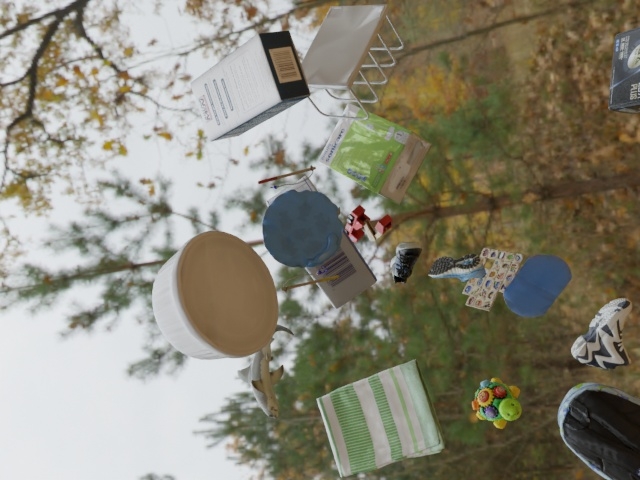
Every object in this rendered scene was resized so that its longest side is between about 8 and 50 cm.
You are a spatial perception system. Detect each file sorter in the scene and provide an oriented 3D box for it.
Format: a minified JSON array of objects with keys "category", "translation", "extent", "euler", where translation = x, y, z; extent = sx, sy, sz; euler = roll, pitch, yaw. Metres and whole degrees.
[{"category":"file sorter","translation":[0.088,-0.494,1.961],"extent":[0.173,0.193,0.277],"euler":[46,-117,-48]}]

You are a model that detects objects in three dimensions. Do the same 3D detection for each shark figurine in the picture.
[{"category":"shark figurine","translation":[-0.173,0.338,1.929],"extent":[0.166,0.116,0.278],"euler":[37,-130,-50]}]

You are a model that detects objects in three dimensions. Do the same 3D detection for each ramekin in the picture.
[{"category":"ramekin","translation":[-0.226,0.124,1.453],"extent":[0.273,0.127,0.272],"euler":[29,-130,-40]}]

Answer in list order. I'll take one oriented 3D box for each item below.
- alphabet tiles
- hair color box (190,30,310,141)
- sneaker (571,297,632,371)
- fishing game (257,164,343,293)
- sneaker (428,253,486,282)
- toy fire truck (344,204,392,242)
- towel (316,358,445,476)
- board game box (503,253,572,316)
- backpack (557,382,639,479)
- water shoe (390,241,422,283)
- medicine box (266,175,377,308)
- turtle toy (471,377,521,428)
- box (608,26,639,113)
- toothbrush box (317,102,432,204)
[{"category":"alphabet tiles","translation":[0.620,0.141,2.538],"extent":[0.009,0.198,0.237],"euler":[34,-103,-32]},{"category":"hair color box","translation":[-0.188,-0.391,1.803],"extent":[0.105,0.347,0.173],"euler":[-20,-87,-40]},{"category":"sneaker","translation":[0.871,0.290,2.052],"extent":[0.235,0.153,0.094],"euler":[-58,3,16]},{"category":"fishing game","translation":[-0.040,-0.028,1.571],"extent":[0.041,0.189,0.264],"euler":[-166,60,-78]},{"category":"sneaker","translation":[0.348,0.084,1.781],"extent":[0.073,0.162,0.063],"euler":[50,-126,-29]},{"category":"toy fire truck","translation":[0.150,-0.042,2.252],"extent":[0.047,0.135,0.192],"euler":[-40,-18,-30]},{"category":"towel","translation":[0.160,0.497,1.921],"extent":[0.038,0.325,0.247],"euler":[11,-122,-61]},{"category":"board game box","translation":[0.508,0.101,1.658],"extent":[0.168,0.133,0.033],"euler":[-59,20,17]},{"category":"backpack","translation":[0.882,0.576,2.072],"extent":[0.273,0.356,0.290],"euler":[-44,-22,-80]},{"category":"water shoe","translation":[0.250,0.066,2.005],"extent":[0.203,0.073,0.080],"euler":[100,167,-68]},{"category":"medicine box","translation":[0.000,0.000,1.984],"extent":[0.263,0.149,0.289],"euler":[55,-177,-33]},{"category":"turtle toy","translation":[0.367,0.336,1.448],"extent":[0.066,0.130,0.095],"euler":[29,-97,-34]},{"category":"box","translation":[0.736,-0.385,1.569],"extent":[0.147,0.078,0.180],"euler":[-171,87,-69]},{"category":"toothbrush box","translation":[0.159,-0.265,2.108],"extent":[0.122,0.283,0.206],"euler":[21,-81,-49]}]
